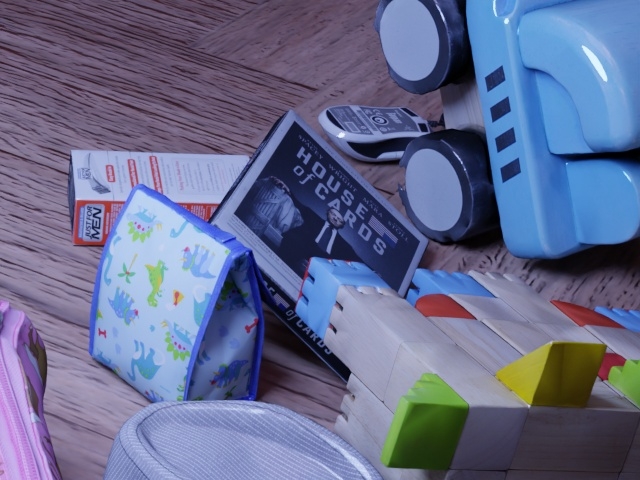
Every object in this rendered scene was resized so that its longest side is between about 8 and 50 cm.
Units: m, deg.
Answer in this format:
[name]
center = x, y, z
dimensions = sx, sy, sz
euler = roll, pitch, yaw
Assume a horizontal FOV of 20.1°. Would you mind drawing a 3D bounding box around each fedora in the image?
[fedora]
center = -0.058, 0.188, 1.194
dimensions = 0.275, 0.124, 0.244
euler = 25, 33, 27

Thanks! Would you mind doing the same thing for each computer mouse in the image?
[computer mouse]
center = 0.082, -0.106, 1.836
dimensions = 0.193, 0.042, 0.106
euler = -1, 35, -27

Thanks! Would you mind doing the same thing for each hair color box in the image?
[hair color box]
center = -0.144, -0.037, 1.645
dimensions = 0.167, 0.053, 0.093
euler = 2, 31, -12

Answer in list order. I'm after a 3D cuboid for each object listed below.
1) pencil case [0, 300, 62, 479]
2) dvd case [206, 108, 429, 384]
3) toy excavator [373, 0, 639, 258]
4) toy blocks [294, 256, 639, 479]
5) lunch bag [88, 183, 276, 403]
[pencil case]
center = -0.209, 0.190, 1.103
dimensions = 0.160, 0.167, 0.386
euler = -22, 37, -6
[dvd case]
center = 0.000, 0.000, 1.543
dimensions = 0.179, 0.029, 0.238
euler = 44, 30, -9
[toy excavator]
center = 0.291, -0.069, 1.597
dimensions = 0.222, 0.433, 0.445
euler = -16, 9, -36
[toy blocks]
center = 0.150, 0.110, 1.347
dimensions = 0.381, 0.190, 0.261
euler = 6, 20, -30
[lunch bag]
center = -0.108, 0.045, 1.406
dimensions = 0.096, 0.151, 0.129
euler = -22, 40, -41
